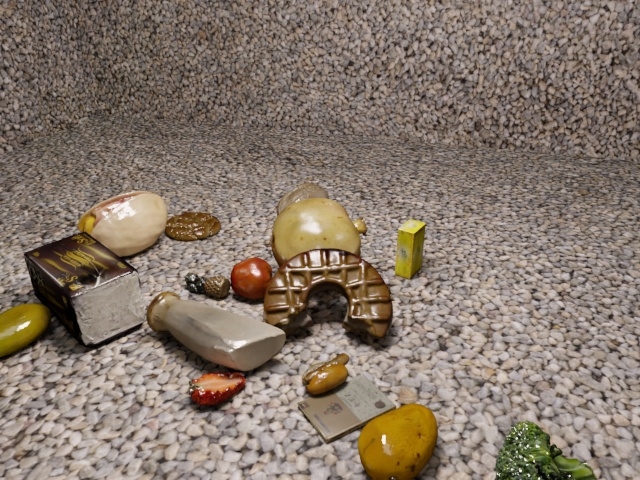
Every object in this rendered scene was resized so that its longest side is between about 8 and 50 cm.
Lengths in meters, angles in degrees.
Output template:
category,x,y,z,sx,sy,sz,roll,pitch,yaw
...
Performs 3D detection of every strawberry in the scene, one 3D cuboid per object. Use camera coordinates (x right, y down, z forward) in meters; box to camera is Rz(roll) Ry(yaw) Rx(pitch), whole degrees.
category,x,y,z,sx,sy,sz,roll,pitch,yaw
strawberry,-0.253,0.362,1.378,0.152,0.048,0.104,0,17,-31

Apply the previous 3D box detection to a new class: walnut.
category,x,y,z,sx,sy,sz,roll,pitch,yaw
walnut,-0.076,-0.135,2.223,0.230,0.178,0.178,-29,38,-36

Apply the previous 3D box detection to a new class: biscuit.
category,x,y,z,sx,sy,sz,roll,pitch,yaw
biscuit,0.024,0.151,1.593,0.366,0.115,0.268,0,70,-1
biscuit,-0.501,-0.059,2.203,0.225,0.042,0.226,1,27,-1

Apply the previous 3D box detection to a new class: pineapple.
category,x,y,z,sx,sy,sz,roll,pitch,yaw
pineapple,-0.365,0.139,1.791,0.159,0.074,0.074,7,28,24

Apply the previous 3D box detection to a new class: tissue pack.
category,x,y,z,sx,sy,sz,roll,pitch,yaw
tissue pack,0.301,0.029,1.880,0.062,0.176,0.095,19,32,30
tissue pack,-0.694,0.134,1.656,0.210,0.198,0.370,-28,38,-36

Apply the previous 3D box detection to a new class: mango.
category,x,y,z,sx,sy,sz,roll,pitch,yaw
mango,-0.852,0.255,1.543,0.137,0.091,0.237,7,34,25
mango,0.167,0.419,1.192,0.147,0.109,0.227,12,28,31

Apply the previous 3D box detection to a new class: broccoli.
category,x,y,z,sx,sy,sz,roll,pitch,yaw
broccoli,0.414,0.459,1.024,0.176,0.198,0.226,-37,36,-30

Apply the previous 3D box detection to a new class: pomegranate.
category,x,y,z,sx,sy,sz,roll,pitch,yaw
pomegranate,0.000,0.000,1.822,0.319,0.319,0.319,0,27,0

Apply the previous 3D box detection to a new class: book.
category,x,y,z,sx,sy,sz,roll,pitch,yaw
book,0.063,0.395,1.341,0.198,0.016,0.138,-16,31,-27

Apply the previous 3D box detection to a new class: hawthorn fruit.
category,x,y,z,sx,sy,sz,roll,pitch,yaw
hawthorn fruit,-0.217,0.118,1.758,0.137,0.133,0.133,-7,26,7

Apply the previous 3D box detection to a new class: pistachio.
category,x,y,z,sx,sy,sz,roll,pitch,yaw
pistachio,-0.694,-0.064,2.011,0.308,0.230,0.230,-21,34,-36

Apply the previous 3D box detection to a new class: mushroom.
category,x,y,z,sx,sy,sz,roll,pitch,yaw
mushroom,-0.300,0.246,1.506,0.407,0.138,0.154,12,41,27

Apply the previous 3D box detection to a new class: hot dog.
category,x,y,z,sx,sy,sz,roll,pitch,yaw
hot dog,0.020,0.330,1.403,0.140,0.060,0.090,-13,14,-24
